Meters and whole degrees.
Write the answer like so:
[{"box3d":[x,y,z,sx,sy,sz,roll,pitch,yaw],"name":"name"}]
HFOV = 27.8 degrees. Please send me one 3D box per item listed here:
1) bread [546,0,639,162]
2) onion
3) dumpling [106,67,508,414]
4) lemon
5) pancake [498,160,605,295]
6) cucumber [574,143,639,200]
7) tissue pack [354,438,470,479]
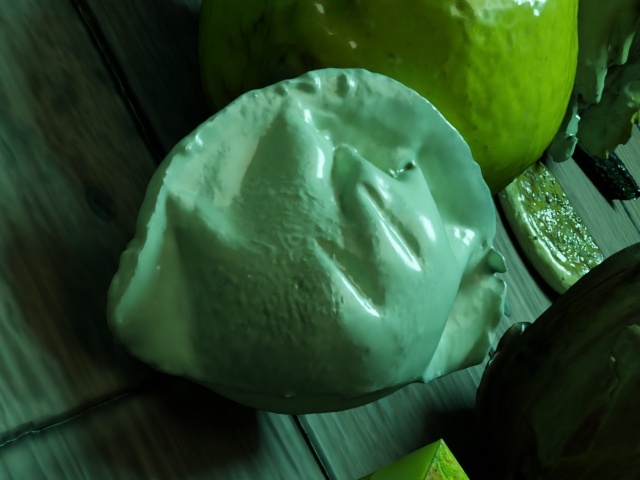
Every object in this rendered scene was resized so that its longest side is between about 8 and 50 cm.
[{"box3d":[0.225,-0.222,1.068,0.191,0.314,0.370,23,30,3],"name":"bread"},{"box3d":[0.259,0.146,0.730,0.353,0.353,0.354,42,31,-32],"name":"onion"},{"box3d":[0.000,0.000,0.566,0.181,0.111,0.155,13,86,-60],"name":"dumpling"},{"box3d":[0.039,-0.106,0.692,0.204,0.204,0.260,60,30,0],"name":"lemon"},{"box3d":[0.194,-0.011,1.066,0.158,0.028,0.158,41,29,-29],"name":"pancake"},{"box3d":[0.272,-0.087,1.283,0.135,0.034,0.033,46,33,-25],"name":"cucumber"},{"box3d":[0.071,0.192,0.592,0.176,0.062,0.095,55,26,-7],"name":"tissue pack"}]
